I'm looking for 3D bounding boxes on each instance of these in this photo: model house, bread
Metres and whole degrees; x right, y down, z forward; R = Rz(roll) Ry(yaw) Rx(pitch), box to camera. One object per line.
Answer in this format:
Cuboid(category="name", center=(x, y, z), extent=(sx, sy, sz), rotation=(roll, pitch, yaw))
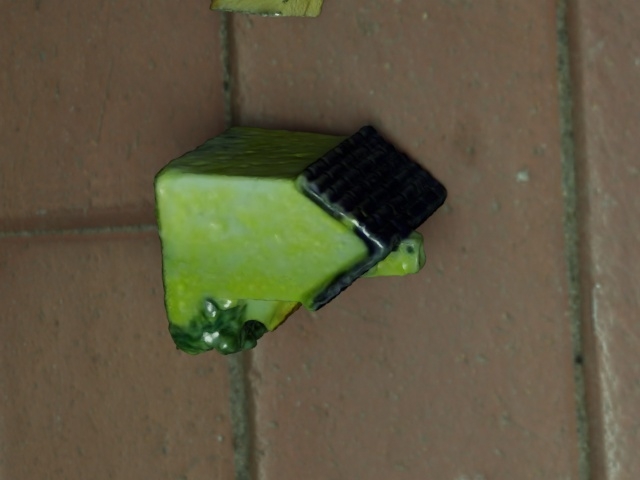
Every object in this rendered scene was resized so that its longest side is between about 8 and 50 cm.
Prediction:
Cuboid(category="model house", center=(0.000, 0.000, 1.347), extent=(0.211, 0.194, 0.170), rotation=(2, 105, 21))
Cuboid(category="bread", center=(-0.037, -0.248, 1.424), extent=(0.084, 0.080, 0.109), rotation=(15, 101, 29))
